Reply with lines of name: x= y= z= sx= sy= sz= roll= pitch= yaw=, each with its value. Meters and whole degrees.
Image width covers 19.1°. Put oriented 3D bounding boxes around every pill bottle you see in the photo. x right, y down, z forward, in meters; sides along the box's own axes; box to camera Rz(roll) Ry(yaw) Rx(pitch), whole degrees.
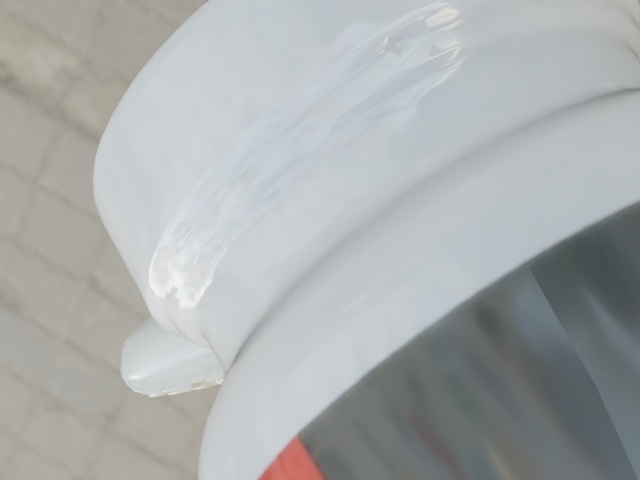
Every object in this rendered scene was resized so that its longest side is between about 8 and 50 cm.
pill bottle: x=0.094 y=0.091 z=0.520 sx=0.363 sy=0.210 sz=0.210 roll=57 pitch=133 yaw=22

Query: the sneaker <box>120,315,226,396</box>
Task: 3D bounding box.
sneaker: x=0.000 y=0.000 z=0.885 sx=0.235 sy=0.090 sz=0.095 roll=-27 pitch=87 yaw=19
